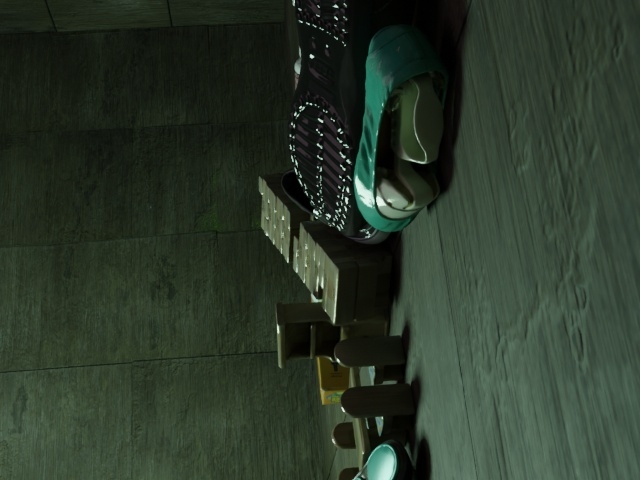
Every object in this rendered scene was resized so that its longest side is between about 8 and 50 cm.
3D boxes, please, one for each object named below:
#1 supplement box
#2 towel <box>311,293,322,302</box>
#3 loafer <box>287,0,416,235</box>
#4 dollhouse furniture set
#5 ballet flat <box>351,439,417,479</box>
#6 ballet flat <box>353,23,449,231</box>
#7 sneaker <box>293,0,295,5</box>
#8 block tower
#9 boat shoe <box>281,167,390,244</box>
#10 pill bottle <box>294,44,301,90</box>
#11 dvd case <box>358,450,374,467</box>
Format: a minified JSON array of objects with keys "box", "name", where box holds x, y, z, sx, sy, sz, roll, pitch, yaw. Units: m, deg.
[{"box":[0.027,0.217,1.793,0.080,0.078,0.233,92,174,-53],"name":"supplement box"},{"box":[0.025,0.023,1.577,0.374,0.090,0.320,148,118,-85],"name":"towel"},{"box":[0.053,-0.159,0.920,0.134,0.130,0.365,47,148,36],"name":"loafer"},{"box":[0.026,0.208,1.217,0.212,0.161,0.242,91,174,-47],"name":"dollhouse furniture set"},{"box":[0.081,0.310,1.106,0.203,0.074,0.074,122,150,-45],"name":"ballet flat"},{"box":[0.079,-0.082,0.835,0.087,0.083,0.247,-118,19,-45],"name":"ballet flat"},{"box":[-0.007,-0.440,1.583,0.258,0.091,0.094,-99,7,-53],"name":"sneaker"},{"box":[0.000,0.000,1.305,0.335,0.091,0.097,-129,37,-55],"name":"block tower"},{"box":[0.015,-0.057,1.205,0.228,0.076,0.080,39,114,54],"name":"boat shoe"},{"box":[-0.009,-0.322,1.758,0.086,0.086,0.152,-99,7,-53],"name":"pill bottle"},{"box":[0.093,0.495,1.473,0.238,0.030,0.179,-98,5,-50],"name":"dvd case"}]
